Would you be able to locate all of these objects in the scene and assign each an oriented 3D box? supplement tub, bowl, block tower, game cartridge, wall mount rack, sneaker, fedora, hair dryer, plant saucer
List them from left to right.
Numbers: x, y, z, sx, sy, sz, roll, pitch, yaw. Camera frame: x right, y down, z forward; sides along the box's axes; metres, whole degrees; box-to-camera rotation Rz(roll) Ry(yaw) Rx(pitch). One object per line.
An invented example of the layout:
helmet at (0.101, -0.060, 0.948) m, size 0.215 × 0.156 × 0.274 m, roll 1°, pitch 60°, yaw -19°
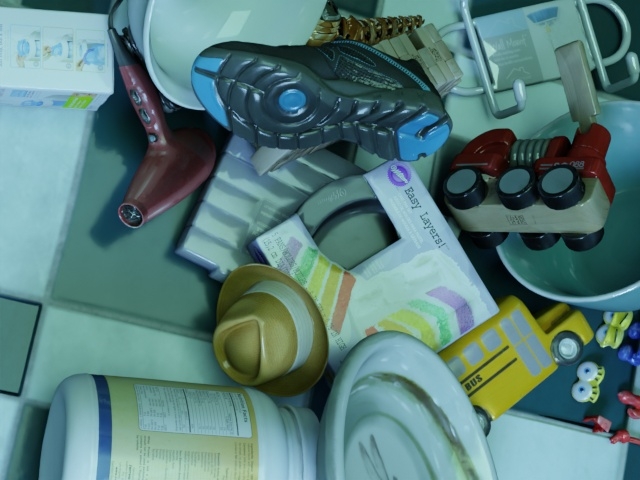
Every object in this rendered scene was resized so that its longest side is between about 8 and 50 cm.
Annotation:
hair dryer at (-0.220, -0.150, 1.759) m, size 0.223 × 0.080 × 0.294 m, roll 24°, pitch 61°, yaw -47°
supplement tub at (-0.171, 0.287, 1.669) m, size 0.316 × 0.228 × 0.228 m, roll 8°, pitch 80°, yaw -19°
bowl at (-0.135, -0.323, 1.698) m, size 0.298 × 0.298 × 0.134 m, roll -38°, pitch 56°, yaw -20°
fedora at (-0.079, 0.125, 1.744) m, size 0.079 × 0.194 × 0.194 m, roll -32°, pitch 94°, yaw -48°
sneaker at (-0.005, -0.191, 1.723) m, size 0.340 × 0.125 × 0.140 m, roll 12°, pitch 43°, yaw -23°
game cartridge at (0.000, 0.000, 1.865) m, size 0.355 × 0.068 × 0.230 m, roll 28°, pitch 78°, yaw -14°
block tower at (0.044, -0.198, 1.853) m, size 0.335 × 0.091 × 0.097 m, roll -27°, pitch 82°, yaw -33°
plant saucer at (0.092, 0.313, 1.652) m, size 0.400 × 0.100 × 0.400 m, roll 36°, pitch 44°, yaw -45°
wall mount rack at (0.320, -0.347, 1.990) m, size 0.350 × 0.130 × 0.304 m, roll -15°, pitch 87°, yaw -22°
bowl at (0.414, -0.025, 1.914) m, size 0.163 × 0.311 × 0.311 m, roll 40°, pitch 67°, yaw -48°

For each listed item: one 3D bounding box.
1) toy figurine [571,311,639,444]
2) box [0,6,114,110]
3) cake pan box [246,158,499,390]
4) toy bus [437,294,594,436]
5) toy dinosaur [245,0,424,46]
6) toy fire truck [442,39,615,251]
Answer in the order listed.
toy figurine at (0.540, 0.132, 1.953) m, size 0.191 × 0.217 × 0.362 m, roll 33°, pitch 73°, yaw -12°
box at (-0.373, -0.230, 1.733) m, size 0.203 × 0.114 × 0.103 m, roll 1°, pitch 83°, yaw -20°
cake pan box at (0.068, 0.046, 1.806) m, size 0.245 × 0.070 × 0.267 m, roll -30°, pitch 89°, yaw -19°
toy bus at (0.215, 0.185, 1.888) m, size 0.332 × 0.108 × 0.130 m, roll -36°, pitch 93°, yaw -20°
toy dinosaur at (-0.024, -0.333, 1.883) m, size 0.322 × 0.164 × 0.218 m, roll 6°, pitch 95°, yaw -37°
toy fire truck at (0.297, -0.130, 1.864) m, size 0.158 × 0.217 × 0.246 m, roll 55°, pitch 49°, yaw -40°
